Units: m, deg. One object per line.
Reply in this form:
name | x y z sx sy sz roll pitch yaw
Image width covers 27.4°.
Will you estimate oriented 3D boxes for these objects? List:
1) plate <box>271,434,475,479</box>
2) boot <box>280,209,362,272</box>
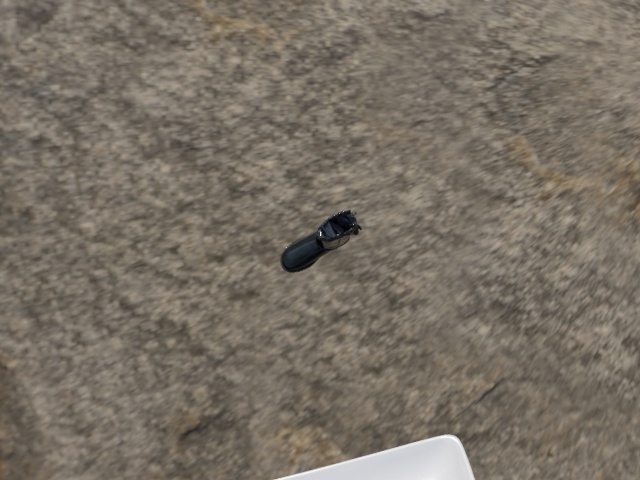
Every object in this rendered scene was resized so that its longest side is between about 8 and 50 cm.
plate | 0.027 0.319 1.121 0.277 0.045 0.278 -13 49 -6
boot | 0.000 0.001 1.871 0.121 0.099 0.045 -27 83 -11
